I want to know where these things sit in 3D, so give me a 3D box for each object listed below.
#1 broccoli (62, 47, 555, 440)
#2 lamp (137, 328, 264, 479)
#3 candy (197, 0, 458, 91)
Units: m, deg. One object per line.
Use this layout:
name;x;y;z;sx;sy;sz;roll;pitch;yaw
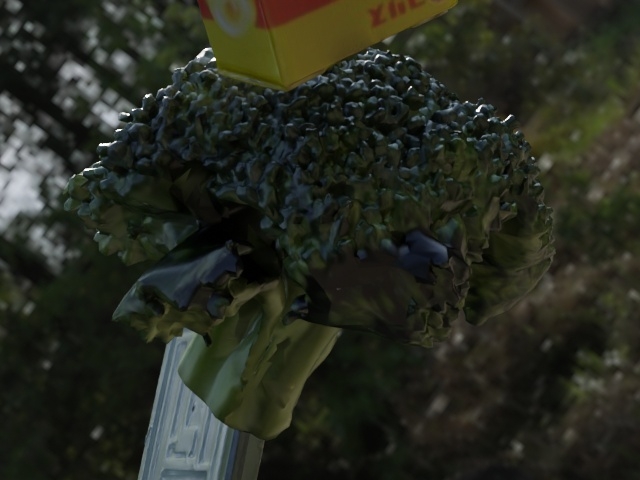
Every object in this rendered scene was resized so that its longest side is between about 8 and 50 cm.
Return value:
broccoli;0.001;-0.019;1.245;0.317;0.277;0.338;-48;-13;-7
lamp;-0.109;0.179;1.665;0.266;0.047;0.269;163;120;-66
candy;-0.021;-0.244;1.039;0.146;0.276;0.088;-30;27;-28
